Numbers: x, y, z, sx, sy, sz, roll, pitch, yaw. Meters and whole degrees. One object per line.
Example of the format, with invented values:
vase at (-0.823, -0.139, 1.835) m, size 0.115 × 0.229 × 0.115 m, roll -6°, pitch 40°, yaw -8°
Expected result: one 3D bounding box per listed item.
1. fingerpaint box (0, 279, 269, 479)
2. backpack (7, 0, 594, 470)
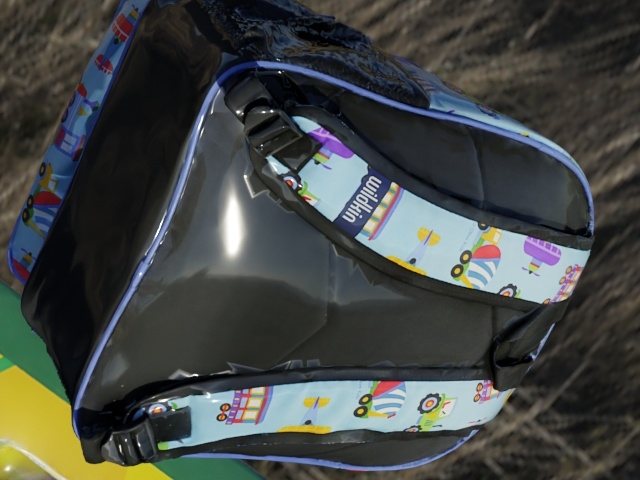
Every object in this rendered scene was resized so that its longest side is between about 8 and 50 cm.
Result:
fingerpaint box at (-0.144, 0.250, 0.687) m, size 0.445 × 0.163 × 0.371 m, roll 40°, pitch 61°, yaw -20°
backpack at (0.000, 0.000, 0.591) m, size 0.173 × 0.158 × 0.117 m, roll 11°, pitch 24°, yaw -33°
